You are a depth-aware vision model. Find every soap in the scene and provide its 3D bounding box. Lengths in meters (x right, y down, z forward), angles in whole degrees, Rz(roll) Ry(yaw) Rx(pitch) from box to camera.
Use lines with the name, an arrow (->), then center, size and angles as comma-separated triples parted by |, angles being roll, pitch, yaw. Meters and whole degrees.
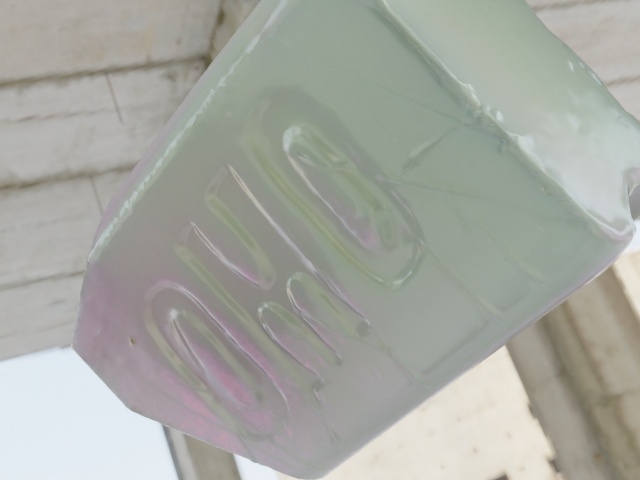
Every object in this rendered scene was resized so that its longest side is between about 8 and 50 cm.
soap -> 0.000, 0.000, 0.675 | 0.347, 0.208, 0.115 | -44, -3, 42
